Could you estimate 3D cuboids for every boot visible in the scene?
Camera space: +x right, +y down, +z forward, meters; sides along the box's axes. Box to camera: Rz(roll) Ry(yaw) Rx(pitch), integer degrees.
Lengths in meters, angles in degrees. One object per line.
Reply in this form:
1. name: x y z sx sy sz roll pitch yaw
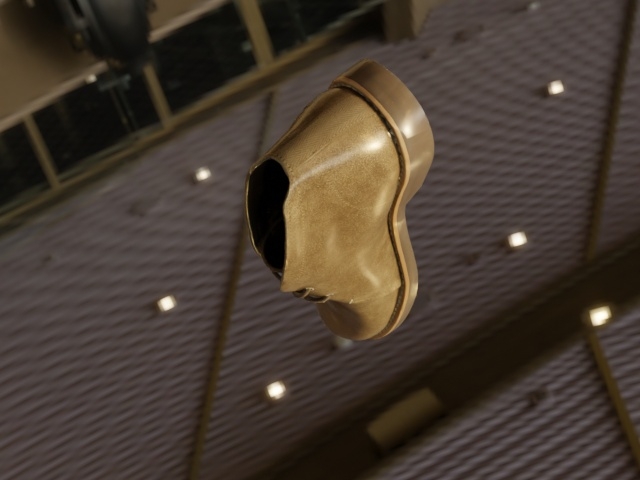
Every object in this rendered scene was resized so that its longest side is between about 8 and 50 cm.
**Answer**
1. boot: 0.000 0.000 0.953 0.115 0.305 0.112 -37 -113 -18
